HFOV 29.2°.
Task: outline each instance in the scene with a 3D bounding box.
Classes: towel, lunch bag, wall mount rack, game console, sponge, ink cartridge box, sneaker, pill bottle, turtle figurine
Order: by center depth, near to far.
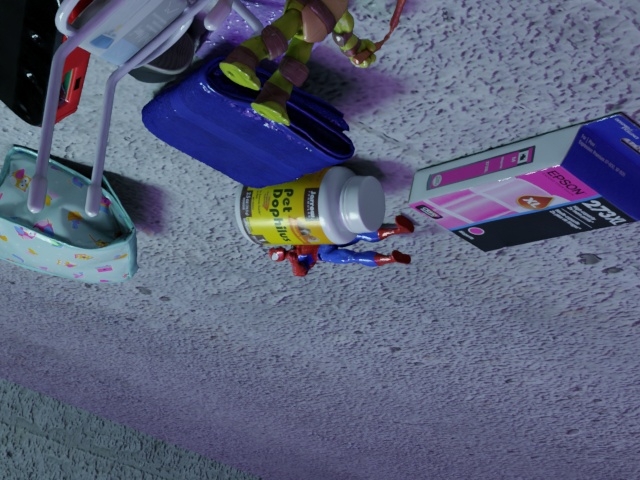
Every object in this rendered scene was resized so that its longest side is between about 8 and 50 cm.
[{"bbox_3d":[-0.016,-0.247,1.329,0.087,0.217,0.269,32,168,27],"label":"turtle figurine"},{"bbox_3d":[-0.210,-0.173,1.347,0.130,0.304,0.350,49,-175,5],"label":"wall mount rack"},{"bbox_3d":[-0.400,-0.313,1.408,0.342,0.060,0.386,44,154,2],"label":"game console"},{"bbox_3d":[-0.067,-0.258,1.517,0.117,0.031,0.210,23,156,-18],"label":"sponge"},{"bbox_3d":[-0.274,-0.260,1.569,0.222,0.083,0.118,26,168,-9],"label":"sneaker"},{"bbox_3d":[-0.104,-0.161,1.676,0.228,0.076,0.308,29,163,-19],"label":"towel"},{"bbox_3d":[0.311,-0.071,1.699,0.176,0.069,0.371,29,151,-33],"label":"ink cartridge box"},{"bbox_3d":[-0.014,-0.052,1.856,0.215,0.117,0.117,-1,153,32],"label":"pill bottle"},{"bbox_3d":[-0.434,-0.025,2.120,0.262,0.160,0.223,21,157,-1],"label":"lunch bag"}]

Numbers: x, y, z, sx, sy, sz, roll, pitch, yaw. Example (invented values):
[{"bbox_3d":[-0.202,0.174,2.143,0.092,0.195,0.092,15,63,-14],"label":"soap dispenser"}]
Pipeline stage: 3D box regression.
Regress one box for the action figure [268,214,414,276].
[{"bbox_3d":[0.000,0.000,2.008,0.280,0.091,0.139,-9,155,42],"label":"action figure"}]
